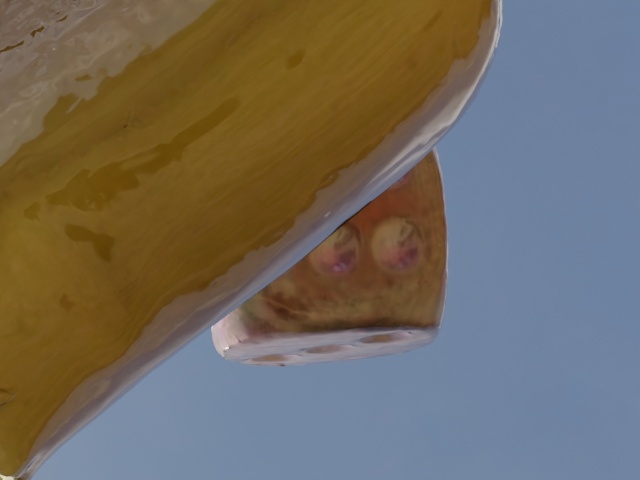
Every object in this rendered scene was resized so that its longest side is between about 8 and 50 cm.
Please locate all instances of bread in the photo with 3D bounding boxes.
[{"bbox_3d":[-0.042,-0.035,0.422,0.173,0.134,0.085,-37,-41,-4],"label":"bread"}]

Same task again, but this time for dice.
[{"bbox_3d":[0.000,0.000,0.753,0.093,0.091,0.094,-4,-105,-7],"label":"dice"}]
